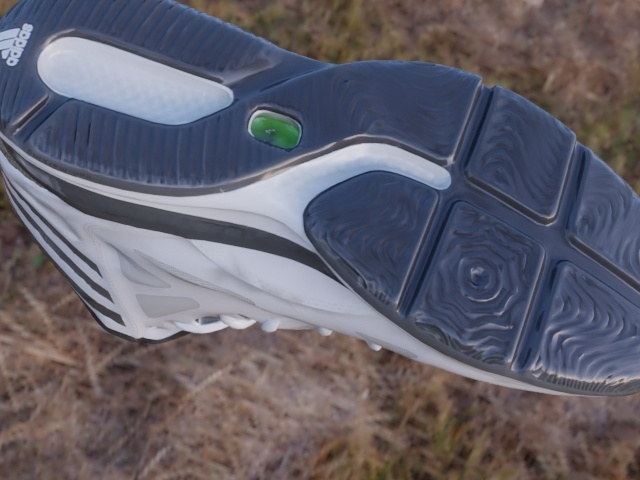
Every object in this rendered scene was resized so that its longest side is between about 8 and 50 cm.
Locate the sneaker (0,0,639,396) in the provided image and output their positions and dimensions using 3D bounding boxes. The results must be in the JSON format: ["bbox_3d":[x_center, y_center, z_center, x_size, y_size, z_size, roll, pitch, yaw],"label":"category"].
[{"bbox_3d":[0.000,-0.001,0.965,0.447,0.257,0.169,23,67,-1],"label":"sneaker"}]
